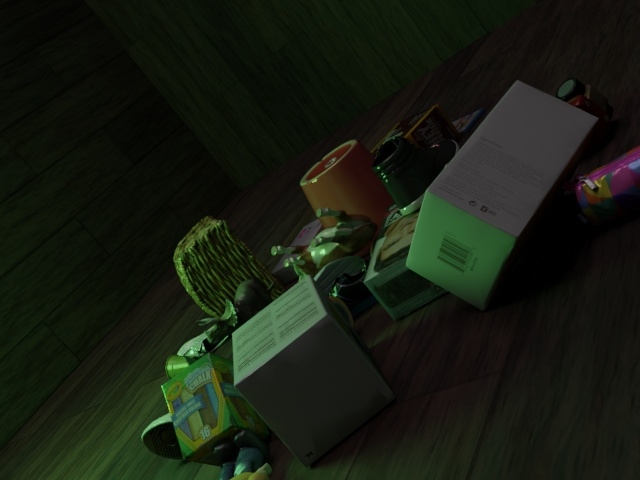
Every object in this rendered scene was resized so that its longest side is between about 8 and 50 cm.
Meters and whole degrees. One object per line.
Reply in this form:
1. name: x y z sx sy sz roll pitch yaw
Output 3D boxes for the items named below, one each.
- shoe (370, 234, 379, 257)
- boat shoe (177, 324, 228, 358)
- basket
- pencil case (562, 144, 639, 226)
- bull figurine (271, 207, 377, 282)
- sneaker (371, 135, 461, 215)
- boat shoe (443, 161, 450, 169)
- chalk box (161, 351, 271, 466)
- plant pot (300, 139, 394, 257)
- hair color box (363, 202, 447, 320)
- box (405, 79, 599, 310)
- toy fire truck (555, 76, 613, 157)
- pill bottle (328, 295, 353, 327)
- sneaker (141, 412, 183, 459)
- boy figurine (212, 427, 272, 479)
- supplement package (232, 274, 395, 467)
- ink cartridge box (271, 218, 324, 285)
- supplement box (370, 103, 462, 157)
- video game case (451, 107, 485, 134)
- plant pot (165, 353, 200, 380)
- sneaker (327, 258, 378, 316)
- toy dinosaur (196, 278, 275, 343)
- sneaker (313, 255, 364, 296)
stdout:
1. shoe: 0.181 -0.001 1.946 0.077 0.058 0.219 4 39 24
2. boat shoe: -0.336 0.308 2.277 0.184 0.066 0.063 -31 12 -9
3. basket: -0.286 0.102 2.294 0.213 0.299 0.223 -43 17 -11
4. pencil case: 0.524 -0.106 1.288 0.236 0.104 0.104 -28 17 34
5. bull figurine: 0.003 0.030 1.973 0.310 0.188 0.101 -43 53 33
6. sneaker: 0.217 -0.191 1.779 0.104 0.147 0.296 -28 15 42
7. boat shoe: 0.308 -0.125 1.668 0.098 0.109 0.302 5 19 30
8. chalk box: -0.211 0.314 1.560 0.132 0.132 0.213 -35 56 15
9. plant pot: 0.093 -0.120 2.138 0.275 0.243 0.275 -36 14 10
10. hair color box: 0.224 -0.003 1.699 0.185 0.113 0.374 -32 16 25
11. box: 0.322 -0.084 1.409 0.345 0.168 0.215 -49 -20 -33
12. toy fire truck: 0.476 -0.198 1.666 0.217 0.158 0.246 -30 36 52
13. pill bottle: -0.048 0.209 1.693 0.246 0.130 0.130 -31 16 26
14. sneaker: -0.250 0.388 1.725 0.290 0.106 0.123 -21 17 21
15. boy figurine: -0.162 0.442 1.332 0.177 0.092 0.285 -32 12 16
16. supplement package: -0.022 0.223 1.429 0.198 0.199 0.262 -38 14 2
17. ink cartridge box: 0.000 0.000 2.384 0.239 0.060 0.275 -30 16 36
18. supplement box: 0.284 -0.285 2.407 0.191 0.129 0.194 -47 16 -32
19. video game case: 0.429 -0.353 2.491 0.166 0.015 0.119 -21 22 53
20. plant pot: -0.372 0.352 2.202 0.079 0.083 0.083 -15 25 32
21. sneaker: 0.043 0.135 1.773 0.232 0.090 0.081 -37 14 6
22. toy dinosaur: -0.173 0.167 2.081 0.121 0.160 0.313 -27 19 39
23. sneaker: 0.002 0.128 1.905 0.258 0.094 0.091 -36 -5 -19
